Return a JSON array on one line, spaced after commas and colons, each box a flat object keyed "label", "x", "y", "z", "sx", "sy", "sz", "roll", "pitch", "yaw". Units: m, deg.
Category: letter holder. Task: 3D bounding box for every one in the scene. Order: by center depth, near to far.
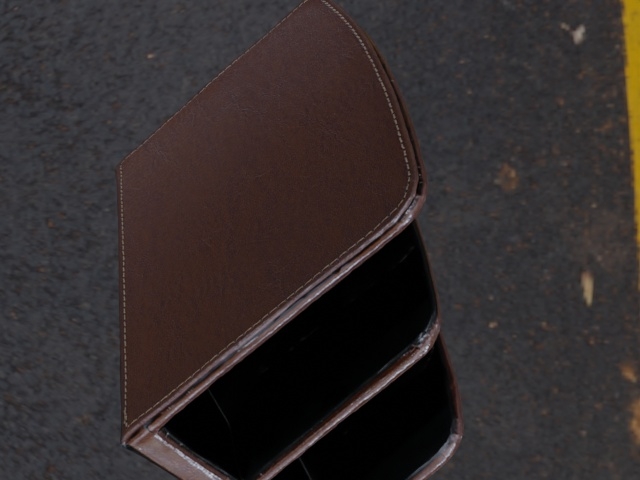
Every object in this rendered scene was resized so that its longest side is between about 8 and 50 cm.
[{"label": "letter holder", "x": 0.000, "y": 0.000, "z": 0.682, "sx": 0.214, "sy": 0.302, "sz": 0.152, "roll": -41, "pitch": 120, "yaw": 14}]
